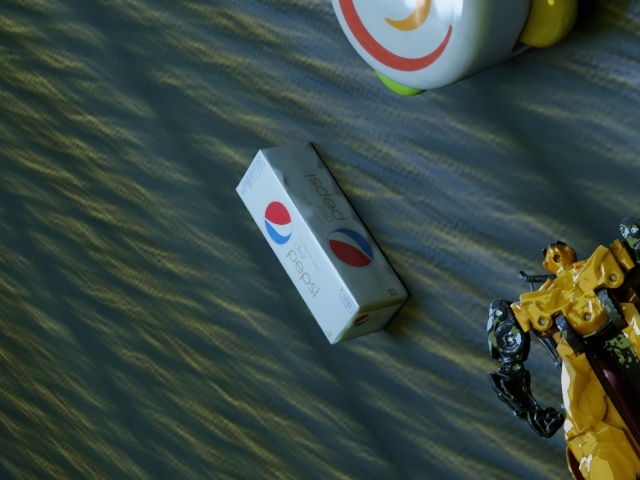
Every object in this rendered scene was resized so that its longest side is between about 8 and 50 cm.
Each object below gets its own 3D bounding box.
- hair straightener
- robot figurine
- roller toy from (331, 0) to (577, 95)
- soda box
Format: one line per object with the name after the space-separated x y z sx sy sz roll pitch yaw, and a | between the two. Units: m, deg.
0.235 0.129 1.342 0.230 0.047 0.089 59 138 14 | hair straightener
0.267 0.129 1.245 0.211 0.085 0.291 -33 71 18 | robot figurine
0.116 -0.242 1.315 0.209 0.146 0.191 -13 100 52 | roller toy
0.000 0.000 1.574 0.216 0.074 0.069 58 137 23 | soda box
